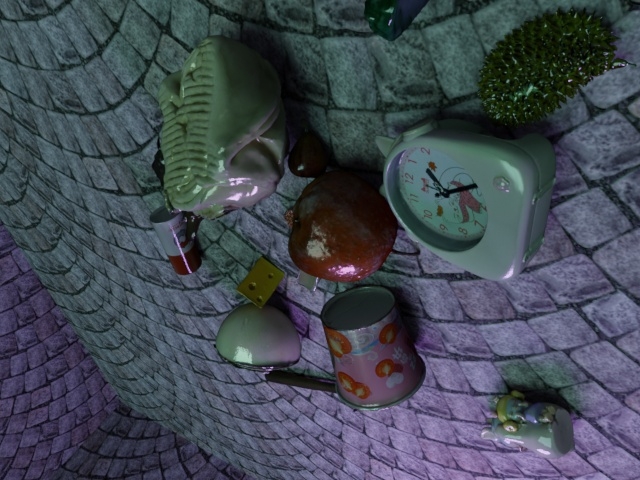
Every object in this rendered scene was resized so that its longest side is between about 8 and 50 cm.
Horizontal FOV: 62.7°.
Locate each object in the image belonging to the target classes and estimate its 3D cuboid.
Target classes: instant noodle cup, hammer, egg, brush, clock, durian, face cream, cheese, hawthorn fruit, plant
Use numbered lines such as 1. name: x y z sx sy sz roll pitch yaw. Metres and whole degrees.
1. instant noodle cup: 0.124 0.256 1.316 0.243 0.243 0.231 3 122 38
2. hammer: -0.032 0.492 1.816 0.439 0.044 0.168 -3 124 42
3. egg: -0.176 0.271 1.602 0.264 0.286 0.174 15 97 20
4. brush: 0.000 0.000 1.311 0.060 0.050 0.321 30 133 17
5. clock: 0.234 -0.093 0.928 0.324 0.108 0.265 30 145 36
6. durian: 0.315 -0.245 0.767 0.220 0.095 0.137 -25 110 44
7. face cream: -0.446 0.000 1.636 0.095 0.096 0.214 14 135 30
8. cheese: -0.188 0.135 1.574 0.093 0.126 0.171 37 161 -5
9. hawthorn fruit: 0.049 -0.025 1.087 0.262 0.235 0.231 10 125 23
10. plant: -0.291 -0.150 1.288 0.234 0.204 0.178 55 150 -1

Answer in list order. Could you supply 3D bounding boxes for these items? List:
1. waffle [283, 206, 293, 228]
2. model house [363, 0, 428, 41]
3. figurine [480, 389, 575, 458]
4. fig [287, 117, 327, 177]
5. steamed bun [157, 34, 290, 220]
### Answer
1. waffle: -0.058 -0.051 1.317 0.075 0.029 0.083 46 145 -2
2. model house: 0.042 -0.430 0.659 0.248 0.280 0.230 24 138 11
3. figurine: 0.475 0.446 1.283 0.155 0.127 0.235 40 149 -30
4. fig: -0.026 -0.196 1.124 0.088 0.089 0.125 13 106 31
5. steamed bun: -0.181 -0.221 1.098 0.347 0.237 0.394 55 132 34
